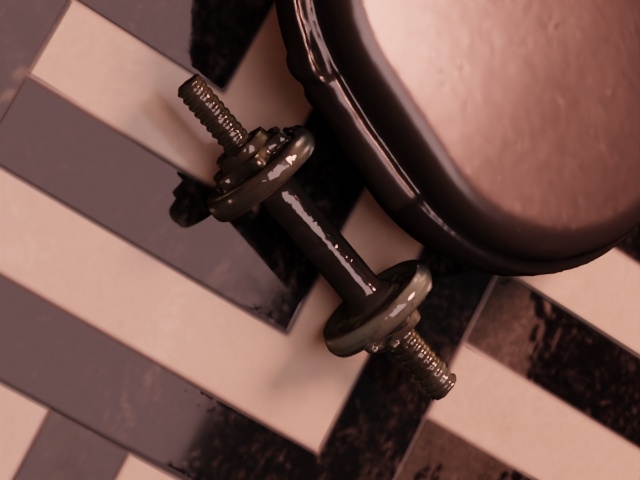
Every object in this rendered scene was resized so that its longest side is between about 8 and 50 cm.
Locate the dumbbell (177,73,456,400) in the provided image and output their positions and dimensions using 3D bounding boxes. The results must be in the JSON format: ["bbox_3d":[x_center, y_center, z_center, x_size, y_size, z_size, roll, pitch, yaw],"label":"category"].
[{"bbox_3d":[0.000,0.000,1.022,0.081,0.081,0.254,-44,104,-17],"label":"dumbbell"}]

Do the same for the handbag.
[{"bbox_3d":[0.099,-0.122,1.044,0.254,0.093,0.308,-40,103,-28],"label":"handbag"}]
